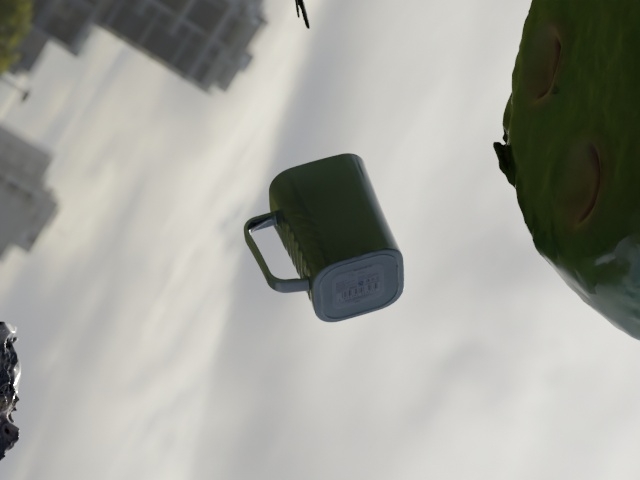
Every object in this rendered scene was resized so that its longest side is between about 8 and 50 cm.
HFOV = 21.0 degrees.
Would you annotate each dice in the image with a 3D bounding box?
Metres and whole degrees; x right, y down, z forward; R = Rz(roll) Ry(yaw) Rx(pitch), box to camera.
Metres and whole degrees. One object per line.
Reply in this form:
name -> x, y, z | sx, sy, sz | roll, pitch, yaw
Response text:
dice -> 0.349, -0.112, 1.337 | 0.330, 0.318, 0.322 | -101, -150, -44

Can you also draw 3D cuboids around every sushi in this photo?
sushi -> -0.414, 0.179, 1.961 | 0.172, 0.153, 0.150 | 60, 25, -80

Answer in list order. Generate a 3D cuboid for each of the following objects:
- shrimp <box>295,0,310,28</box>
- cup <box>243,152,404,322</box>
shrimp -> -0.062, -0.453, 2.229 | 0.137, 0.372, 0.172 | -29, 157, 4
cup -> 0.000, 0.000, 1.576 | 0.095, 0.128, 0.129 | 87, -16, -49
